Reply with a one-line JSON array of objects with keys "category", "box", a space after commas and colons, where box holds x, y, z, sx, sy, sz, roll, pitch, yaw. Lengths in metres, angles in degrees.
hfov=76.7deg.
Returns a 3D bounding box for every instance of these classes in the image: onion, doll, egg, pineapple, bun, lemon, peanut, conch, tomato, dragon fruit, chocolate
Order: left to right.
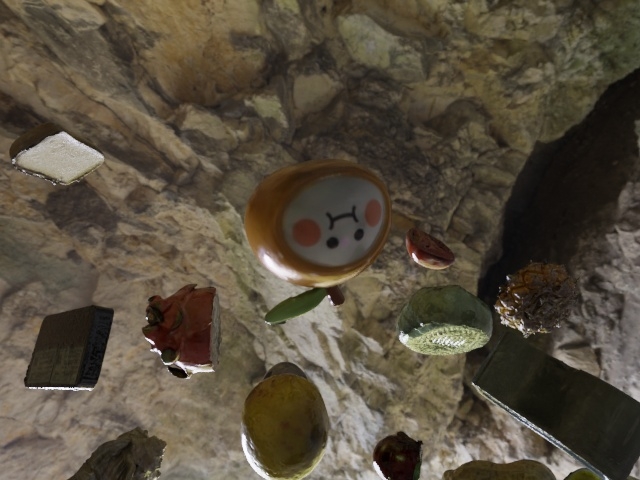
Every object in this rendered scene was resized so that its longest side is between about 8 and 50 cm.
[{"category": "chocolate", "box": [-0.689, -0.235, 1.057, 0.161, 0.083, 0.261, -33, -2, -7]}, {"category": "conch", "box": [-0.394, 0.440, 0.726, 0.245, 0.163, 0.178, -30, -53, -7]}, {"category": "dragon fruit", "box": [-0.451, 0.290, 1.333, 0.305, 0.226, 0.305, 179, 90, -81]}, {"category": "lemon", "box": [-0.068, 0.351, 0.770, 0.170, 0.170, 0.207, -37, -59, -69]}, {"category": "egg", "box": [-0.094, 0.416, 1.086, 0.198, 0.146, 0.146, -99, 17, -63]}, {"category": "doll", "box": [0.000, 0.000, 0.599, 0.213, 0.213, 0.236, -45, -50, -65]}, {"category": "onion", "box": [0.168, 0.472, 0.877, 0.118, 0.119, 0.117, -69, -26, -20]}, {"category": "tomato", "box": [0.356, 0.036, 1.367, 0.174, 0.166, 0.082, -88, 18, -62]}, {"category": "bun", "box": [0.248, 0.155, 0.824, 0.195, 0.195, 0.118, 84, -171, -59]}, {"category": "peanut", "box": [0.471, 0.652, 1.076, 0.130, 0.290, 0.130, -10, -90, -71]}, {"category": "pineapple", "box": [0.533, 0.149, 0.982, 0.076, 0.225, 0.224, -106, 22, -61]}]

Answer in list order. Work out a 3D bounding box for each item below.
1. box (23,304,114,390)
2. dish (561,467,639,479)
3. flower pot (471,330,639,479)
[{"category": "box", "box": [-0.696, 0.299, 1.112, 0.058, 0.350, 0.211, 27, -122, -48]}, {"category": "dish", "box": [0.430, 0.463, 0.648, 0.262, 0.108, 0.221, -43, -6, 12]}, {"category": "flower pot", "box": [0.356, 0.245, 0.610, 0.108, 0.229, 0.103, -51, -49, -7]}]
